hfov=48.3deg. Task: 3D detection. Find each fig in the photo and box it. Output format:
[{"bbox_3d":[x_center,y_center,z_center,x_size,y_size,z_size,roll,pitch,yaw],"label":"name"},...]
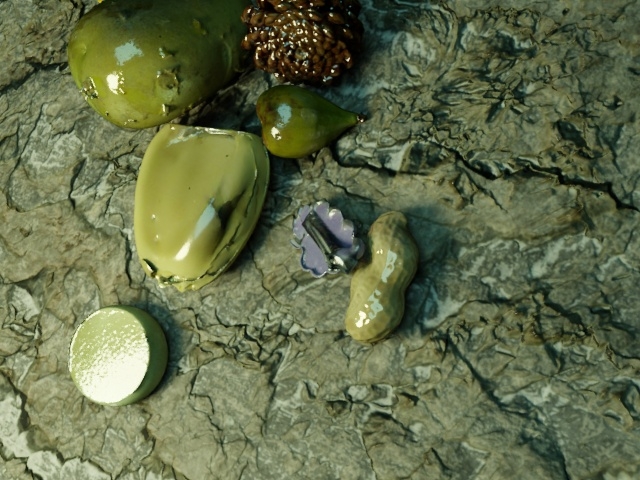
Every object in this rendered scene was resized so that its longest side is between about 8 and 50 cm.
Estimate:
[{"bbox_3d":[-0.024,-0.225,1.266,0.185,0.126,0.132,-20,54,15],"label":"fig"}]

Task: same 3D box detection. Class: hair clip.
[{"bbox_3d":[-0.001,-0.001,1.221,0.124,0.052,0.195,-52,42,10],"label":"hair clip"}]

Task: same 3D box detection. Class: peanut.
[{"bbox_3d":[0.103,0.061,1.180,0.104,0.086,0.227,15,83,34],"label":"peanut"}]

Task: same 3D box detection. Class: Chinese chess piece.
[{"bbox_3d":[-0.377,0.214,1.333,0.189,0.083,0.188,-3,79,17],"label":"Chinese chess piece"}]

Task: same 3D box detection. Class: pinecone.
[{"bbox_3d":[-0.021,-0.388,1.260,0.222,0.221,0.221,-4,78,20],"label":"pinecone"}]

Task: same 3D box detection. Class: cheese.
[{"bbox_3d":[-0.228,-0.059,1.312,0.260,0.128,0.315,4,73,25],"label":"cheese"}]

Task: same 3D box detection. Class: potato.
[{"bbox_3d":[-0.275,-0.351,1.306,0.359,0.219,0.269,-27,54,-11],"label":"potato"}]

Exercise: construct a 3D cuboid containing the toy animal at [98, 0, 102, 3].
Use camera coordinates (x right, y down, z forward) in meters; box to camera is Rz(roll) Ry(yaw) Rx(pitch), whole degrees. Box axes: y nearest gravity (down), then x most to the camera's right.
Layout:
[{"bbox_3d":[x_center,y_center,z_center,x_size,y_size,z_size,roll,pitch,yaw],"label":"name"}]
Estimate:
[{"bbox_3d":[-0.387,-0.542,1.465,0.156,0.156,0.229,-9,66,19],"label":"toy animal"}]
